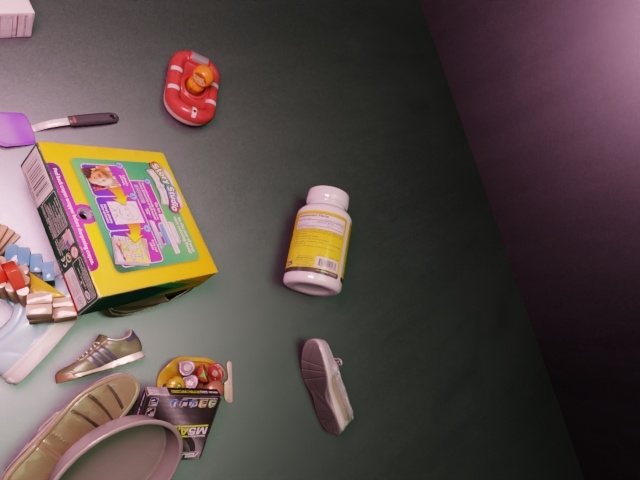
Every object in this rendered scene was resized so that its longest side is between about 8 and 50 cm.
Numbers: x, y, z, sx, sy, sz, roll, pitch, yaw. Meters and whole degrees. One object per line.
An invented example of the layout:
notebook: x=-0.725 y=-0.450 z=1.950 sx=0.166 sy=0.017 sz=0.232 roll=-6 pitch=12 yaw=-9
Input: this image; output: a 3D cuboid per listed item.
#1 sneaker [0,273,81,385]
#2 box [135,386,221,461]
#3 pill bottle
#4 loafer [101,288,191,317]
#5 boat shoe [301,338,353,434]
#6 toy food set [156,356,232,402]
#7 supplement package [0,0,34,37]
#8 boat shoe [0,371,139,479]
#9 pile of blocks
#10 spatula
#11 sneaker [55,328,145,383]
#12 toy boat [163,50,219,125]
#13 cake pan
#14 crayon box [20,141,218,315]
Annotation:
sneaker: x=-0.595 y=0.121 z=0.938 sx=0.150 sy=0.135 sz=0.365 roll=45 pitch=56 yaw=-25
box: x=-0.363 y=0.455 z=1.054 sx=0.191 sy=0.045 sz=0.184 roll=17 pitch=95 yaw=-35
pill bottle: x=0.000 y=0.000 z=1.390 sx=0.188 sy=0.188 sz=0.333 roll=24 pitch=66 yaw=-32
loafer: x=-0.432 y=0.125 z=1.092 sx=0.251 sy=0.087 sz=0.094 roll=-21 pitch=93 yaw=-39
boat shoe: x=0.028 y=0.455 z=1.362 sx=0.103 sy=0.118 sz=0.320 roll=-23 pitch=98 yaw=-45
toy food set: x=-0.316 y=0.378 z=1.136 sx=0.218 sy=0.071 sz=0.128 roll=13 pitch=72 yaw=-35
supplement package: x=-0.772 y=-0.532 z=0.966 sx=0.179 sy=0.105 sz=0.105 roll=-28 pitch=97 yaw=-39
boat shoe: x=-0.544 y=0.407 z=0.931 sx=0.302 sy=0.103 sz=0.113 roll=-42 pitch=109 yaw=-36
pile of blocks: x=-0.627 y=0.032 z=0.825 sx=0.362 sy=0.113 sz=0.148 roll=34 pitch=55 yaw=-14
spatula: x=-0.649 y=-0.289 z=1.055 sx=0.297 sy=0.030 sz=0.084 roll=-22 pitch=95 yaw=-39
sneaker: x=-0.524 y=0.267 z=1.010 sx=0.192 sy=0.064 sz=0.086 roll=-10 pitch=79 yaw=-39
toy boat: x=-0.359 y=-0.454 z=1.238 sx=0.151 sy=0.151 sz=0.230 roll=13 pitch=72 yaw=-35
cake pan: x=-0.445 y=0.504 z=0.921 sx=0.293 sy=0.054 sz=0.293 roll=-25 pitch=128 yaw=-37
crayon box: x=-0.452 y=-0.041 z=0.994 sx=0.313 sy=0.106 sz=0.362 roll=-10 pitch=70 yaw=-58
